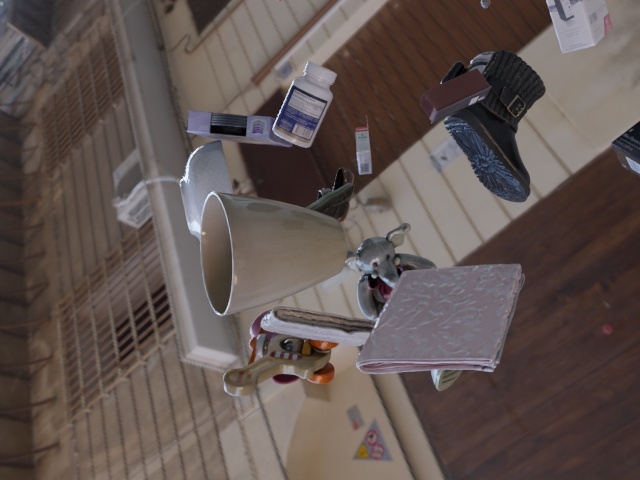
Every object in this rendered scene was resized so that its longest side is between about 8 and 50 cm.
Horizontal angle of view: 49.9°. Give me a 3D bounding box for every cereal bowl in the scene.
[{"bbox_3d":[-0.317,-0.109,1.971,0.339,0.141,0.338,169,90,-84],"label":"cereal bowl"}]

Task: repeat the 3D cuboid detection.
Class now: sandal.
[{"bbox_3d":[0.012,-0.120,2.134,0.086,0.120,0.303,34,-146,23],"label":"sandal"}]

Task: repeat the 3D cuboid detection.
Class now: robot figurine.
[{"bbox_3d":[0.502,-0.457,2.140,0.209,0.278,0.174,42,162,-28],"label":"robot figurine"}]

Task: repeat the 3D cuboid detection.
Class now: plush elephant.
[{"bbox_3d":[0.199,0.094,2.053,0.330,0.272,0.255,56,-177,33],"label":"plush elephant"}]

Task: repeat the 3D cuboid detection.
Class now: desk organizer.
[{"bbox_3d":[0.265,-0.286,1.357,0.050,0.130,0.047,60,166,16],"label":"desk organizer"}]

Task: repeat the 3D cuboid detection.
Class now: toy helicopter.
[{"bbox_3d":[-0.128,0.308,1.799,0.235,0.140,0.355,22,-154,32],"label":"toy helicopter"}]

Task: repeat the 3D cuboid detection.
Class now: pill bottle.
[{"bbox_3d":[-0.030,-0.295,1.488,0.094,0.169,0.094,24,-165,-7],"label":"pill bottle"}]

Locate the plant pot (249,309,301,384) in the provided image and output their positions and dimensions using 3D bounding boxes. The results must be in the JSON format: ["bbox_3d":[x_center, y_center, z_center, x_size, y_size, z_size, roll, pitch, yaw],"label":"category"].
[{"bbox_3d":[-0.121,0.316,2.146,0.201,0.201,0.180,25,-169,-47],"label":"plant pot"}]

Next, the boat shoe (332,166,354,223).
[{"bbox_3d":[0.070,-0.169,2.547,0.073,0.073,0.206,26,-110,-56],"label":"boat shoe"}]

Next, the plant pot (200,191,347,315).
[{"bbox_3d":[-0.093,0.021,1.470,0.274,0.256,0.256,-4,-132,-24],"label":"plant pot"}]

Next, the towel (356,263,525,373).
[{"bbox_3d":[0.273,0.171,1.537,0.332,0.317,0.053,-54,-51,-46],"label":"towel"}]

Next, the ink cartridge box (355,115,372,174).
[{"bbox_3d":[0.087,-0.196,1.408,0.062,0.029,0.115,80,-174,-47],"label":"ink cartridge box"}]

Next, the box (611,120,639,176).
[{"bbox_3d":[0.801,-0.220,1.606,0.093,0.158,0.156,48,-173,-31],"label":"box"}]

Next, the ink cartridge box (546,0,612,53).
[{"bbox_3d":[0.651,-0.611,1.753,0.158,0.092,0.217,-41,-65,-42],"label":"ink cartridge box"}]

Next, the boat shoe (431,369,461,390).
[{"bbox_3d":[0.400,0.353,2.217,0.113,0.302,0.103,-20,-138,-28],"label":"boat shoe"}]

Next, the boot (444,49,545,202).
[{"bbox_3d":[0.499,-0.295,1.804,0.348,0.260,0.131,49,160,-29],"label":"boot"}]

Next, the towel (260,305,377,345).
[{"bbox_3d":[0.003,0.212,1.669,0.282,0.187,0.049,11,-108,-12],"label":"towel"}]

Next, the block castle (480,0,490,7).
[{"bbox_3d":[0.531,-0.843,2.008,0.303,0.453,0.212,-7,-88,-31],"label":"block castle"}]

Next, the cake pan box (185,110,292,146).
[{"bbox_3d":[-0.228,-0.320,1.988,0.267,0.246,0.070,-12,-73,-77],"label":"cake pan box"}]
